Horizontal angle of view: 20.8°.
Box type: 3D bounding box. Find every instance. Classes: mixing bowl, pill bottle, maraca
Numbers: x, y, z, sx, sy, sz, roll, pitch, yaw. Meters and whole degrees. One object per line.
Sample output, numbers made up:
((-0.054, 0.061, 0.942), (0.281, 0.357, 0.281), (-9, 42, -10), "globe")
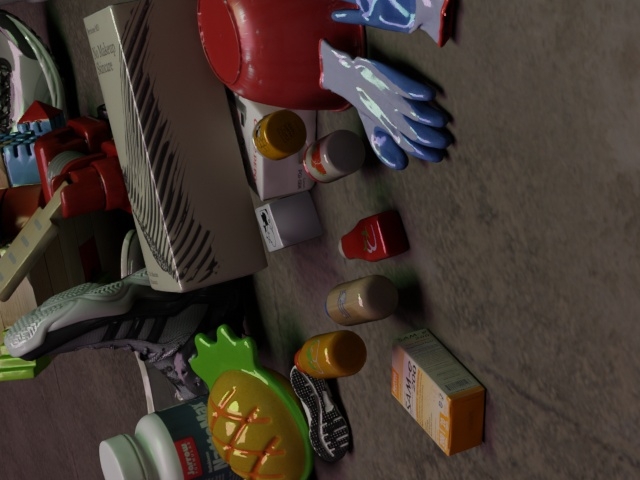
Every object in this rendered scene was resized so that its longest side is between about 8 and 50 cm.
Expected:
((-0.045, -0.188, 1.518), (0.181, 0.098, 0.181), (47, 146, 46), "mixing bowl")
((-0.149, 0.236, 1.955), (0.108, 0.180, 0.108), (48, 148, 45), "pill bottle")
((-0.070, 0.173, 1.798), (0.127, 0.099, 0.185), (-24, 96, 44), "maraca")

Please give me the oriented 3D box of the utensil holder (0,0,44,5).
((-0.547, -0.419, 2.156), (0.327, 0.386, 0.327), (47, 146, 47), "utensil holder")

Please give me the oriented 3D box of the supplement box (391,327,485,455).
((0.099, 0.128, 1.486), (0.098, 0.036, 0.062), (46, 145, 49), "supplement box")

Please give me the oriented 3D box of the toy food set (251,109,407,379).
((0.000, 0.000, 1.526), (0.104, 0.111, 0.232), (-20, 90, 68), "toy food set")

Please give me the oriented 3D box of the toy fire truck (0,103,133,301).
((-0.274, -0.049, 1.959), (0.217, 0.246, 0.158), (24, 127, 62), "toy fire truck")

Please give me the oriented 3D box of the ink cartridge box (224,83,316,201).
((-0.060, -0.115, 1.658), (0.135, 0.056, 0.099), (49, 147, 46), "ink cartridge box")

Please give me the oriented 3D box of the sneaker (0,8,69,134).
((-0.388, -0.172, 2.298), (0.100, 0.108, 0.271), (19, 129, 62), "sneaker")

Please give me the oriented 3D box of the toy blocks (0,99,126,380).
((-0.345, -0.019, 2.130), (0.381, 0.191, 0.260), (-51, -47, -66), "toy blocks")

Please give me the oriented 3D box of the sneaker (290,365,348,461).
((0.002, 0.169, 1.755), (0.044, 0.040, 0.109), (-74, -34, -82), "sneaker")

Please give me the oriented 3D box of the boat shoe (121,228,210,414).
((-0.165, 0.145, 2.077), (0.112, 0.096, 0.335), (-56, -40, -72), "boat shoe")

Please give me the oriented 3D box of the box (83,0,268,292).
((-0.137, -0.094, 1.653), (0.113, 0.094, 0.275), (-3, 102, 69), "box")

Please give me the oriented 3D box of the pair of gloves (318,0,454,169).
((0.047, -0.151, 1.388), (0.159, 0.023, 0.198), (35, 137, 39), "pair of gloves")

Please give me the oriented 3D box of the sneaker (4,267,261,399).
((-0.190, 0.109, 1.857), (0.101, 0.269, 0.153), (7, 117, 71), "sneaker")

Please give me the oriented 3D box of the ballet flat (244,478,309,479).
((-0.038, 0.330, 1.886), (0.083, 0.087, 0.247), (-5, 101, 69), "ballet flat")
